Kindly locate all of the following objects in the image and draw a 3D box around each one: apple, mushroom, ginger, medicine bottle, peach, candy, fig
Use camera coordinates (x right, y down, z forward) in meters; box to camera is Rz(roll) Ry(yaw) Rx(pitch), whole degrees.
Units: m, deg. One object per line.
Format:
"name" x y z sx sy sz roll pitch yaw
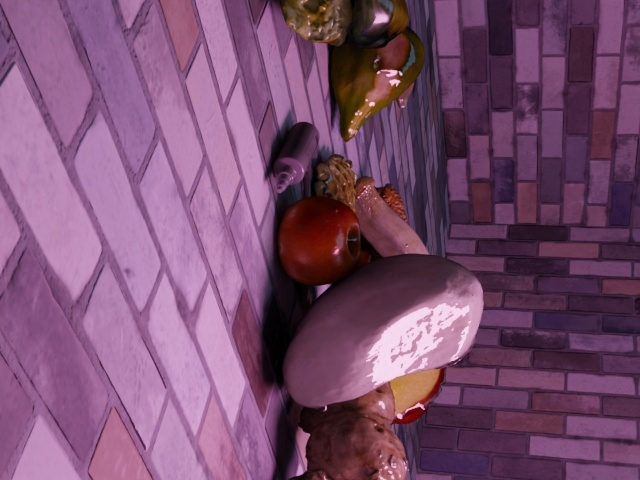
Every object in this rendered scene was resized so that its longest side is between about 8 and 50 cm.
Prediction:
"apple" 0.000 0.000 1.753 0.163 0.139 0.164 3 90 -78
"mushroom" 0.168 0.013 2.209 0.351 0.122 0.095 56 41 -9
"ginger" 0.048 0.356 1.819 0.176 0.256 0.375 45 37 -29
"medicine bottle" -0.048 -0.138 1.709 0.199 0.057 0.058 -70 157 -52
"peach" 0.126 0.243 2.173 0.201 0.257 0.362 145 -57 -65
"candy" 0.098 0.140 1.781 0.427 0.386 0.186 -119 -177 -83
"fig" 0.097 -0.342 2.090 0.275 0.206 0.206 -64 169 9

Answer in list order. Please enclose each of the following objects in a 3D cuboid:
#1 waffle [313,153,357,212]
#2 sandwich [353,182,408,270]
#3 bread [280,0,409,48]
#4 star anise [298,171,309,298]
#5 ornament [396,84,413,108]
"waffle" 0.030 -0.074 2.049 0.208 0.054 0.214 -30 123 -70
"sandwich" 0.158 0.011 2.371 0.250 0.162 0.301 15 80 -80
"bread" 0.041 -0.456 1.715 0.376 0.208 0.251 -43 126 -72
"star anise" -0.032 -0.028 1.881 0.148 0.218 0.227 -34 86 -38
"ornament" 0.151 -0.440 2.251 0.230 0.061 0.245 37 -47 56
